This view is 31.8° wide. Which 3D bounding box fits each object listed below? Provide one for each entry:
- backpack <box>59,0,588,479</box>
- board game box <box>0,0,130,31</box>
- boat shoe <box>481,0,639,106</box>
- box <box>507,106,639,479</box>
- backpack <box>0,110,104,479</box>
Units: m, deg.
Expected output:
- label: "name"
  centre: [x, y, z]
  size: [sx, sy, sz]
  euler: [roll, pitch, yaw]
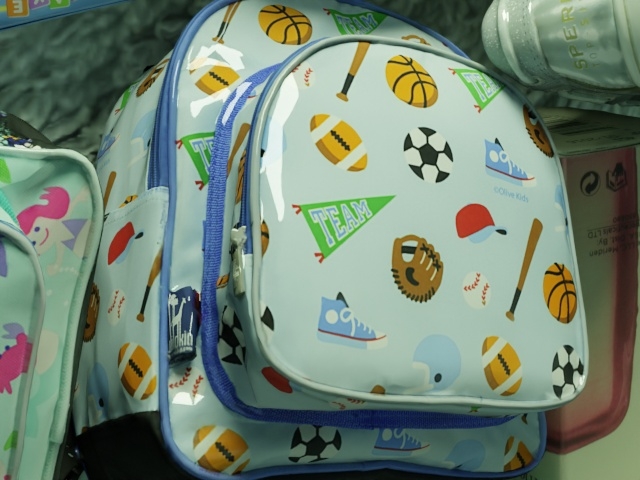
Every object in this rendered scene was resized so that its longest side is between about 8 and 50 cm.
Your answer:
- label: "backpack"
  centre: [0.000, 0.000, 0.589]
  size: [0.276, 0.213, 0.263]
  euler: [10, 61, -36]
- label: "board game box"
  centre: [-0.135, -0.213, 0.534]
  size: [0.160, 0.039, 0.212]
  euler: [-16, 123, -12]
- label: "boat shoe"
  centre: [0.179, -0.134, 0.671]
  size: [0.320, 0.103, 0.118]
  euler: [-34, 113, -66]
- label: "box"
  centre: [0.159, 0.038, 0.735]
  size: [0.126, 0.148, 0.232]
  euler: [-11, 106, -26]
- label: "backpack"
  centre: [-0.214, 0.049, 0.387]
  size: [0.253, 0.191, 0.225]
  euler: [9, 99, -19]
